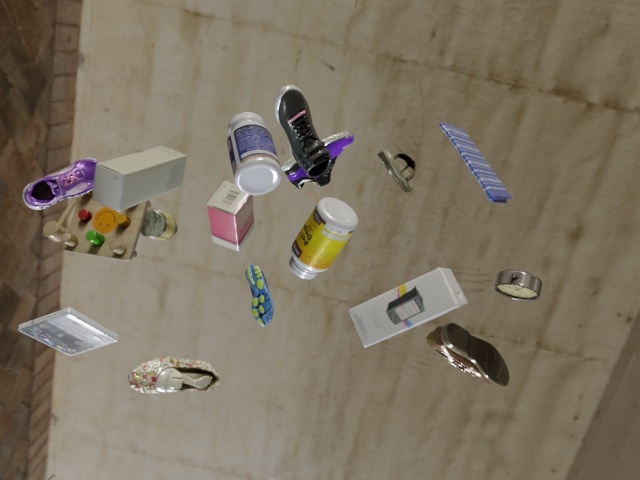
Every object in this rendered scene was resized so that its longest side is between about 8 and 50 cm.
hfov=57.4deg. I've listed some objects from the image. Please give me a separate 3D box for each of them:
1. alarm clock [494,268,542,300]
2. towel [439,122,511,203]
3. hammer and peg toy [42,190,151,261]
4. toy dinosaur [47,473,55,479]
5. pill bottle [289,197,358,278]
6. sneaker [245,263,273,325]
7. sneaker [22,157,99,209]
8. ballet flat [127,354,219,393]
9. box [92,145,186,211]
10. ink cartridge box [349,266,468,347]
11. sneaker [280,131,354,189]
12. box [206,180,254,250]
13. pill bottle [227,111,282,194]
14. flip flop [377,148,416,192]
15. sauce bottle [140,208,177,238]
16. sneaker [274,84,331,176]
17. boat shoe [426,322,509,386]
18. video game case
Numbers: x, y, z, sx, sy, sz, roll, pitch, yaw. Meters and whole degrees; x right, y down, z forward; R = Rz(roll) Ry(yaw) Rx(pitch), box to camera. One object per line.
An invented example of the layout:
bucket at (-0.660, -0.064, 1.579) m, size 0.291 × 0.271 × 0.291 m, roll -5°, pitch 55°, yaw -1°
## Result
alarm clock at (0.572, 0.120, 1.694) m, size 0.192 × 0.129 × 0.064 m, roll 43°, pitch 60°, yaw -57°
towel at (0.556, -0.273, 2.100) m, size 0.040 × 0.335 × 0.243 m, roll -38°, pitch 163°, yaw 27°
hammer and peg toy at (-0.766, -0.081, 1.973) m, size 0.127 × 0.362 × 0.265 m, roll 57°, pitch 44°, yaw -70°
toy dinosaur at (-0.842, 0.764, 1.801) m, size 0.090 × 0.082 × 0.047 m, roll -103°, pitch -169°, yaw -81°
pill bottle at (0.000, 0.000, 1.522) m, size 0.215 × 0.117 × 0.117 m, roll -57°, pitch -169°, yaw 33°
sneaker at (-0.175, 0.163, 1.745) m, size 0.078 × 0.067 × 0.188 m, roll 55°, pitch 18°, yaw -67°
sneaker at (-0.736, -0.162, 1.672) m, size 0.095 × 0.236 × 0.104 m, roll 63°, pitch -16°, yaw -9°
ballet flat at (-0.324, 0.314, 1.347) m, size 0.241 × 0.077 × 0.091 m, roll 10°, pitch 96°, yaw -54°
box at (-0.489, -0.176, 1.602) m, size 0.275 × 0.094 × 0.113 m, roll -36°, pitch 147°, yaw -61°
ink cartridge box at (0.270, 0.200, 1.779) m, size 0.131 × 0.306 × 0.226 m, roll 65°, pitch 17°, yaw 12°
sneaker at (0.011, -0.278, 2.103) m, size 0.146 × 0.293 × 0.102 m, roll 60°, pitch 21°, yaw -11°
box at (-0.350, -0.095, 2.305) m, size 0.232 × 0.127 × 0.148 m, roll 94°, pitch 20°, yaw -53°
pill bottle at (-0.222, -0.288, 1.897) m, size 0.153 × 0.153 × 0.264 m, roll 103°, pitch -23°, yaw -48°
flip flop at (0.235, -0.214, 1.693) m, size 0.080 × 0.112 × 0.277 m, roll -38°, pitch 162°, yaw 10°
sauce bottle at (-0.609, -0.055, 2.215) m, size 0.344 × 0.112 × 0.111 m, roll 151°, pitch -48°, yaw -84°
sneaker at (-0.039, -0.299, 1.651) m, size 0.147 × 0.105 × 0.295 m, roll 50°, pitch -14°, yaw 34°
boat shoe at (0.468, 0.364, 1.850) m, size 0.104 × 0.307 × 0.110 m, roll -31°, pitch -155°, yaw 47°
video game case at (-0.676, 0.250, 1.578) m, size 0.190 × 0.173 × 0.022 m, roll 51°, pitch 26°, yaw -49°
